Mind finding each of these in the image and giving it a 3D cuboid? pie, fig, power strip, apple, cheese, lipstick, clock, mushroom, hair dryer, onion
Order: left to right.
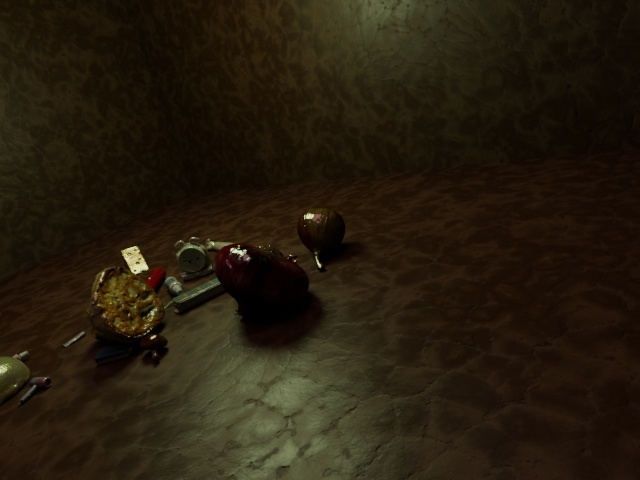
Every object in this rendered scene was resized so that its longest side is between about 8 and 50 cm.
[{"bbox_3d":[-1.125,0.485,1.544,0.194,0.119,0.265,4,27,19],"label":"apple"},{"bbox_3d":[-0.951,0.499,1.494,0.063,0.037,0.114,-7,28,18],"label":"hair dryer"},{"bbox_3d":[-0.725,0.399,1.596,0.124,0.032,0.056,-15,20,0],"label":"power strip"},{"bbox_3d":[-0.712,0.242,1.669,0.092,0.315,0.315,-38,12,20],"label":"pie"},{"bbox_3d":[-1.023,0.133,2.512,0.093,0.126,0.171,-20,37,-31],"label":"cheese"},{"bbox_3d":[-0.797,0.205,2.140,0.073,0.073,0.279,-16,18,-1],"label":"lipstick"},{"bbox_3d":[-0.561,0.357,1.534,0.088,0.072,0.130,9,8,-31],"label":"mushroom"},{"bbox_3d":[-0.608,0.084,2.148,0.152,0.190,0.062,-17,19,-3],"label":"clock"},{"bbox_3d":[-0.488,0.218,1.892,0.272,0.052,0.078,-27,21,-30],"label":"power strip"},{"bbox_3d":[-0.449,0.054,2.149,0.225,0.116,0.093,17,65,10],"label":"mushroom"},{"bbox_3d":[-0.223,0.153,1.621,0.348,0.285,0.347,22,4,-2],"label":"onion"},{"bbox_3d":[0.000,0.000,1.953,0.217,0.216,0.320,-11,39,13],"label":"fig"}]

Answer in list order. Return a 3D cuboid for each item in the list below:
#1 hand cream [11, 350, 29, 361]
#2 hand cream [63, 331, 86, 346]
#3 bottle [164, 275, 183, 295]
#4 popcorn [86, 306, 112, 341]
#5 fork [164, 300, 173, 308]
[{"bbox_3d":[-1.225,0.492,1.723,0.216,0.038,0.052,-34,2,-31],"label":"hand cream"},{"bbox_3d":[-0.990,0.400,1.829,0.030,0.019,0.093,6,35,42],"label":"hand cream"},{"bbox_3d":[-0.644,0.208,2.015,0.060,0.060,0.217,-25,18,-25],"label":"bottle"},{"bbox_3d":[-0.802,0.300,1.755,0.198,0.155,0.197,-9,8,1],"label":"popcorn"},{"bbox_3d":[-0.623,0.262,1.924,0.235,0.021,0.039,-24,25,-29],"label":"fork"}]
